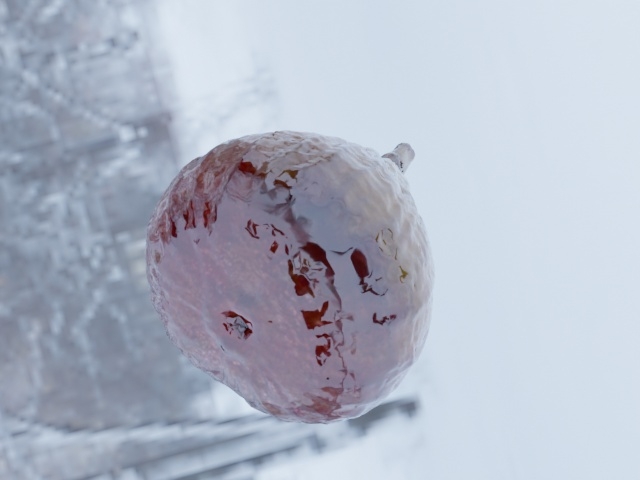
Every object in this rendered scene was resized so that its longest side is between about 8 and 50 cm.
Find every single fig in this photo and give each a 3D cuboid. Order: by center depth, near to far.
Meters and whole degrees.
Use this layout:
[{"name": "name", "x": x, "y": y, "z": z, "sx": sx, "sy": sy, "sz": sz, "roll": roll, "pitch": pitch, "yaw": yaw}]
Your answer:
[{"name": "fig", "x": -0.012, "y": 0.004, "z": 0.793, "sx": 0.153, "sy": 0.119, "sz": 0.119, "roll": -94, "pitch": -9, "yaw": -69}]
